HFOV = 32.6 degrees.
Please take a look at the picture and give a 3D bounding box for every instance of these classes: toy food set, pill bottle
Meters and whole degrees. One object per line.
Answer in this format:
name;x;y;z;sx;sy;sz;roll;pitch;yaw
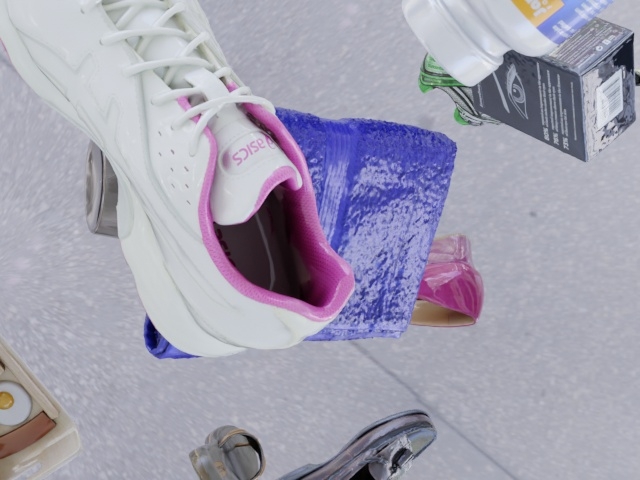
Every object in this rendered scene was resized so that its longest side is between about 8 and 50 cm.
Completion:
toy food set;-0.545;0.266;1.679;0.220;0.092;0.306;-33;109;5
pill bottle;0.212;-0.269;1.020;0.272;0.152;0.152;-38;102;24

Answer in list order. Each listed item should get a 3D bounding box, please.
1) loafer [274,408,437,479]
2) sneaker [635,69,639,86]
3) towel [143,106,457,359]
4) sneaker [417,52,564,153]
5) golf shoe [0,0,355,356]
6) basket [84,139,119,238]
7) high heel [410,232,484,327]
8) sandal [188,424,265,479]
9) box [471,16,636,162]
loafer;0.057;0.370;1.684;0.302;0.095;0.109;-27;128;-10
sneaker;0.425;-0.235;1.556;0.083;0.035;0.031;7;103;13
towel;0.000;0.000;0.981;0.308;0.076;0.227;0;115;-49
sneaker;0.343;-0.265;2.076;0.343;0.134;0.146;34;114;9
golf shoe;-0.073;-0.075;0.590;0.115;0.140;0.306;-37;110;-31
basket;-0.168;-0.066;1.352;0.227;0.154;0.204;1;89;-22
high heel;0.094;0.117;1.855;0.377;0.181;0.127;-25;128;22
sandal;-0.102;0.259;1.318;0.060;0.219;0.090;-35;80;3
box;0.302;-0.223;1.448;0.108;0.207;0.153;-39;139;-20
